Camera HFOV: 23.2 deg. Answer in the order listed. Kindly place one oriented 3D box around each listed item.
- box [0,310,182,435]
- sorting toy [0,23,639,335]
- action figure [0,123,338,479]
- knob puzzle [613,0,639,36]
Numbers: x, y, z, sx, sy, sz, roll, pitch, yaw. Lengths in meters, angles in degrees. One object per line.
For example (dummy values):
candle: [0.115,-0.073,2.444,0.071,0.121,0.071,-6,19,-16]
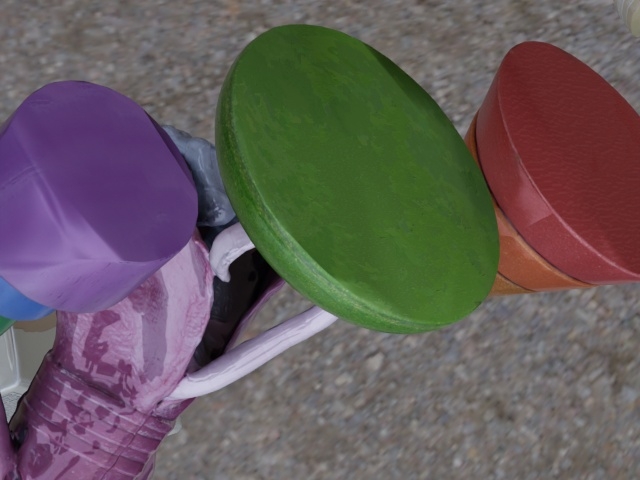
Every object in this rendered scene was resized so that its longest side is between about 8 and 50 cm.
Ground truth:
box: [-0.259,0.116,1.394,0.148,0.311,0.121,-18,71,14]
sorting toy: [0.000,0.000,0.618,0.126,0.366,0.127,-38,69,38]
action figure: [-0.133,0.113,1.044,0.276,0.248,0.370,33,92,43]
knob puzzle: [0.148,-0.117,0.414,0.213,0.213,0.030,-34,84,26]
